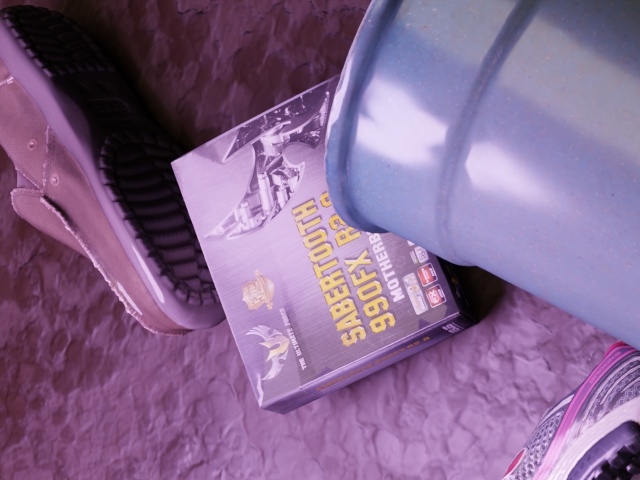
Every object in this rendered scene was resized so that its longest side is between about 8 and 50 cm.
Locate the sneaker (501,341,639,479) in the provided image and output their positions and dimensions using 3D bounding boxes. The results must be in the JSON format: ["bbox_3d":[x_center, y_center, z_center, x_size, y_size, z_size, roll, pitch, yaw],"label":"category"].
[{"bbox_3d":[0.173,0.204,1.371,0.299,0.121,0.112,-46,33,21],"label":"sneaker"}]

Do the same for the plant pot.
[{"bbox_3d":[0.239,-0.071,1.238,0.334,0.341,0.341,33,103,24],"label":"plant pot"}]

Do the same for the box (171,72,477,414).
[{"bbox_3d":[0.000,0.000,1.506,0.183,0.056,0.231,-25,70,13],"label":"box"}]

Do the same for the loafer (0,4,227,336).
[{"bbox_3d":[-0.194,-0.047,1.637,0.130,0.134,0.366,-53,57,31],"label":"loafer"}]
